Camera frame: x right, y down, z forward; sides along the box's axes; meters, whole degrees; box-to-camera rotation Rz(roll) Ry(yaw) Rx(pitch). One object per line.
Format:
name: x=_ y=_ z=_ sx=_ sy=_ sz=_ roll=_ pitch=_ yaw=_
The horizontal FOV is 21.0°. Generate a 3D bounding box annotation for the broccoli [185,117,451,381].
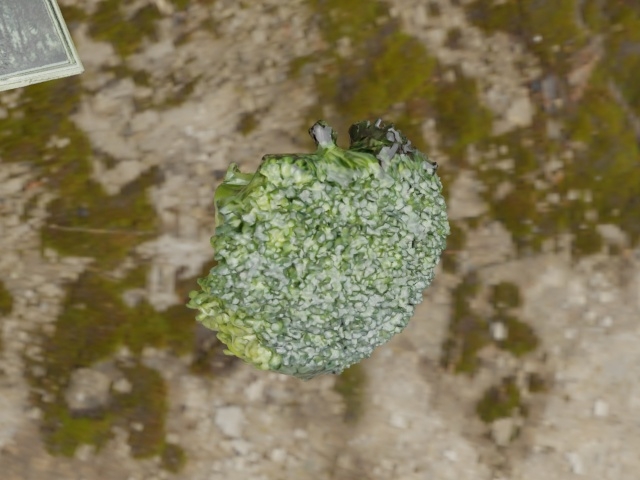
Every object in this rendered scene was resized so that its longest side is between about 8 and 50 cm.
broccoli: x=0.003 y=0.001 z=1.273 sx=0.176 sy=0.226 sz=0.198 roll=18 pitch=124 yaw=-6

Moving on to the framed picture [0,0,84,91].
framed picture: x=-0.337 y=-0.208 z=1.683 sx=0.183 sy=0.011 sz=0.142 roll=-16 pitch=75 yaw=-27
